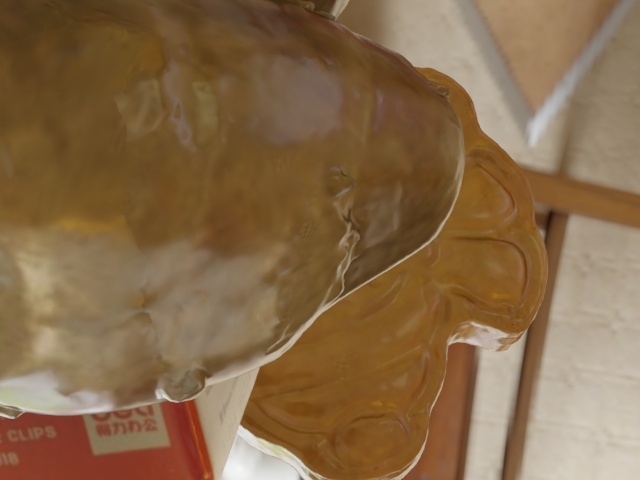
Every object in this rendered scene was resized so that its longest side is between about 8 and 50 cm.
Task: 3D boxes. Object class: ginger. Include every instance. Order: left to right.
[{"bbox_3d":[-0.079,-0.079,0.675,0.155,0.245,0.304,91,171,-47],"label":"ginger"}]

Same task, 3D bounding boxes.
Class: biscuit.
[{"bbox_3d":[0.000,0.000,1.296,0.351,0.312,0.057,56,165,19],"label":"biscuit"}]

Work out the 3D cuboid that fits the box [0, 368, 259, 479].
[{"bbox_3d":[-0.099,0.033,0.808,0.182,0.133,0.099,-71,-26,-61],"label":"box"}]
